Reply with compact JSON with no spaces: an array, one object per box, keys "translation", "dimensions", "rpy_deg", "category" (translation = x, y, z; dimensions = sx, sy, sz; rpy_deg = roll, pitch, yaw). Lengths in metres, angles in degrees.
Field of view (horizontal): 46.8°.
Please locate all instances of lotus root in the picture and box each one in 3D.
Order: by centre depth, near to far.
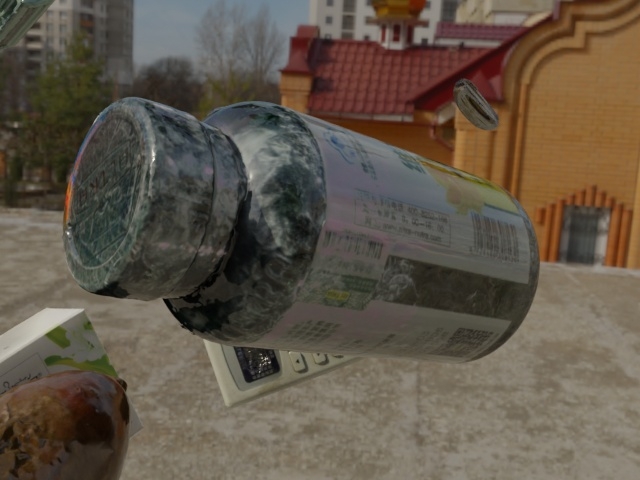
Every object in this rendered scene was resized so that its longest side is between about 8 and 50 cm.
[{"translation":[0.199,-0.177,0.965],"dimensions":[0.030,0.083,0.037],"rpy_deg":[-31,31,28],"category":"lotus root"}]

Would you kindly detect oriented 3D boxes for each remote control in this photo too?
[{"translation":[-0.012,0.086,0.696],"dimensions":[0.190,0.087,0.029],"rpy_deg":[-18,-11,-10],"category":"remote control"}]

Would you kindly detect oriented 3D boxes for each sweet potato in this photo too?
[{"translation":[-0.205,0.195,0.350],"dimensions":[0.109,0.109,0.385],"rpy_deg":[6,36,17],"category":"sweet potato"}]

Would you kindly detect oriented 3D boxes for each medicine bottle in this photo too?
[{"translation":[0.000,0.000,0.458],"dimensions":[0.293,0.141,0.141],"rpy_deg":[11,2,-41],"category":"medicine bottle"}]

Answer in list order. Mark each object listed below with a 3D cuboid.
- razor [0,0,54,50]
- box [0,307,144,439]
[{"translation":[-0.359,-0.264,0.602],"dimensions":[0.278,0.056,0.111],"rpy_deg":[33,-28,-30],"category":"razor"},{"translation":[-0.380,0.229,0.919],"dimensions":[0.111,0.194,0.260],"rpy_deg":[-3,26,45],"category":"box"}]
